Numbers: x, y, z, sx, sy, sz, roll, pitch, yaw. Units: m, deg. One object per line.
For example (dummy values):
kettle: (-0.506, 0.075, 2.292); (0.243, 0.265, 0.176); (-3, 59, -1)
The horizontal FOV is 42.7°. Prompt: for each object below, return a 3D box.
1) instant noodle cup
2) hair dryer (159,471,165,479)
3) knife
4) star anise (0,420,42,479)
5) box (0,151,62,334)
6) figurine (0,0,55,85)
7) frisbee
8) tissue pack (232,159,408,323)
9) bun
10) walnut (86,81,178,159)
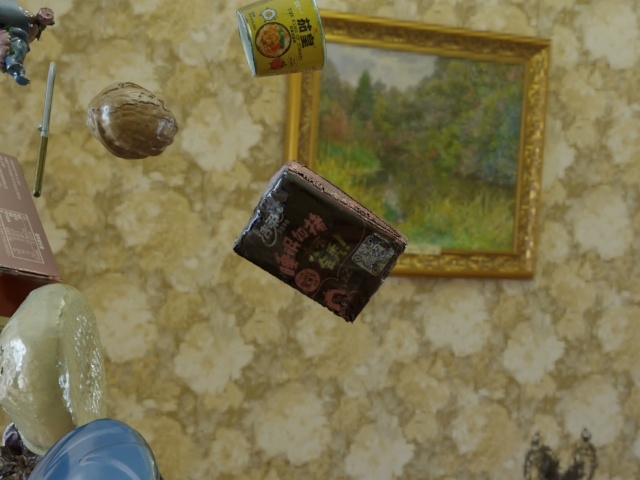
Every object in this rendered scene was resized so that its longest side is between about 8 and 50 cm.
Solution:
instant noodle cup: (-0.082, -0.408, 1.629); (0.144, 0.182, 0.182); (-16, 5, -9)
hair dryer: (-0.361, 0.618, 1.948); (0.197, 0.251, 0.089); (-32, 35, -18)
knife: (-0.635, -0.259, 1.876); (0.027, 0.343, 0.061); (6, -15, -15)
star anise: (-0.574, 0.436, 1.551); (0.073, 0.197, 0.212); (3, 35, 13)
box: (-0.644, 0.069, 1.505); (0.122, 0.344, 0.385); (16, 28, -43)
figurine: (-0.560, -0.374, 1.512); (0.144, 0.178, 0.114); (-14, -24, -24)
frisbee: (-0.278, 0.327, 0.865); (0.289, 0.289, 0.049); (5, -22, 46)
tissue pack: (0.000, 0.000, 1.799); (0.332, 0.245, 0.123); (32, 17, -10)
bun: (-0.415, 0.205, 1.245); (0.146, 0.287, 0.287); (-6, 2, -6)
walnut: (-0.493, -0.309, 2.131); (0.198, 0.198, 0.245); (4, -6, 41)
